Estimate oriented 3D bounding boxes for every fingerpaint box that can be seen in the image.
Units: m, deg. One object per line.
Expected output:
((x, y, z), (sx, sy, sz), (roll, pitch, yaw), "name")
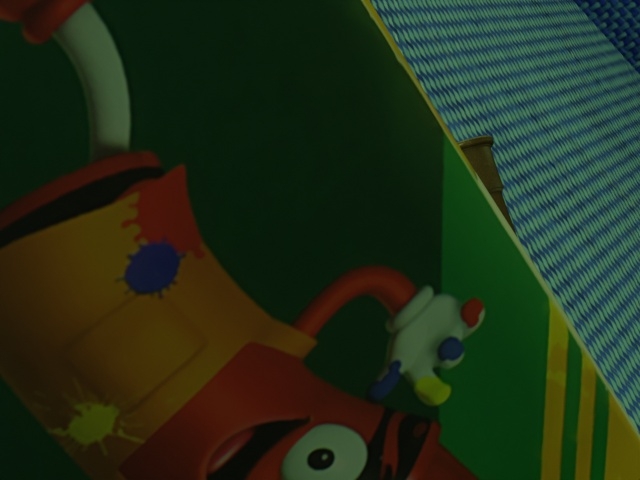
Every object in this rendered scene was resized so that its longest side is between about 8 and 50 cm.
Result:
((-0.107, -0.032, 0.604), (0.445, 0.163, 0.371), (43, -7, 46), "fingerpaint box")

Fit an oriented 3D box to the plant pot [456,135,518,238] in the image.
((0.090, 0.028, 1.437), (0.165, 0.167, 0.167), (65, 20, 5), "plant pot")
